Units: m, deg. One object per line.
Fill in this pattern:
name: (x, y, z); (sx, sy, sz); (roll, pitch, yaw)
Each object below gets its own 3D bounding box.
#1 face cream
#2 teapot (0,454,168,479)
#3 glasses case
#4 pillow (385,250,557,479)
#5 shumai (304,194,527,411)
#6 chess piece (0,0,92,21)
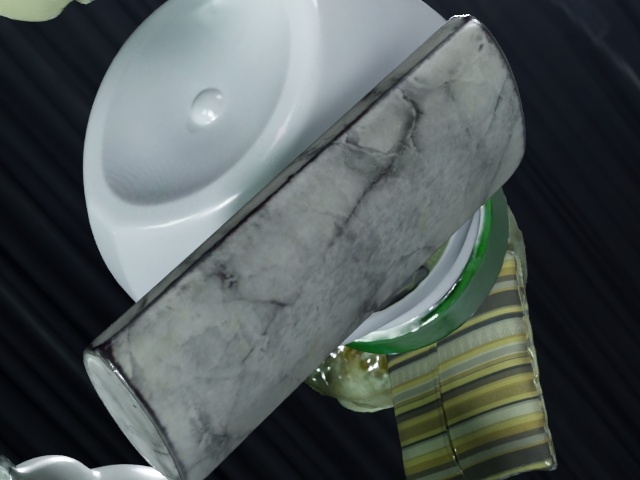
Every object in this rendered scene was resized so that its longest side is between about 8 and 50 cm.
face cream: (-0.009, -0.049, 1.139); (0.312, 0.219, 0.357); (-51, -29, 4)
teapot: (-0.198, 0.359, 1.426); (0.252, 0.424, 0.280); (-22, 18, 15)
glasses case: (0.000, 0.000, 0.832); (0.060, 0.114, 0.299); (25, 59, 41)
pillow: (0.136, 0.139, 1.440); (0.052, 0.212, 0.208); (5, -22, -38)
shumai: (0.112, 0.043, 1.885); (0.395, 0.395, 0.348); (-36, -22, 17)
chess piece: (-0.223, -0.337, 1.188); (0.234, 0.234, 0.442); (-44, -3, -15)
